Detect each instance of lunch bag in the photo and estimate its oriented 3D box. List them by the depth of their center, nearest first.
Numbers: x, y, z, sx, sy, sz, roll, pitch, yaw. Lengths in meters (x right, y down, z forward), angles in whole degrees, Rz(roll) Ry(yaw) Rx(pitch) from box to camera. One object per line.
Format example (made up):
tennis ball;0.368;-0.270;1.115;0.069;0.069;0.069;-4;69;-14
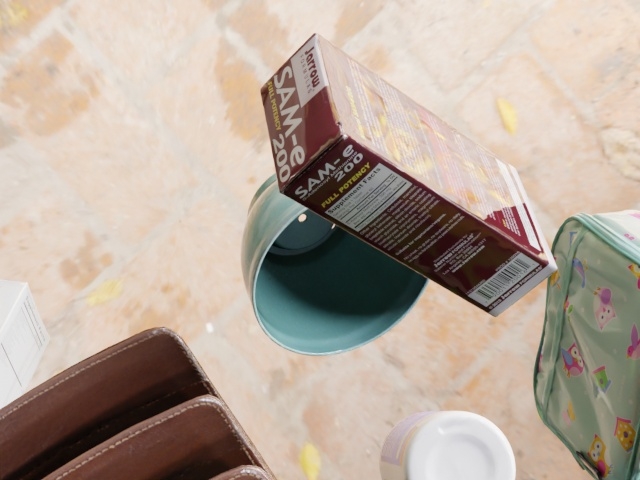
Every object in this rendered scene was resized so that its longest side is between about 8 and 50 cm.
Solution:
lunch bag;0.319;0.117;1.268;0.108;0.224;0.279;-5;117;-23

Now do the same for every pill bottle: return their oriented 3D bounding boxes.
pill bottle;0.166;0.315;1.671;0.152;0.272;0.152;1;82;-7

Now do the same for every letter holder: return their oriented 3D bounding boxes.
letter holder;-0.184;0.234;0.919;0.302;0.152;0.214;-33;110;-7

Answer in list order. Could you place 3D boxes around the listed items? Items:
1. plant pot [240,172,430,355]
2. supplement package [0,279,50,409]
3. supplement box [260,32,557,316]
plant pot;0.000;0.000;1.801;0.293;0.196;0.293;-14;127;-19
supplement package;-0.512;0.186;1.731;0.134;0.244;0.139;5;135;13
supplement box;0.070;-0.047;0.934;0.239;0.130;0.073;30;121;-33
